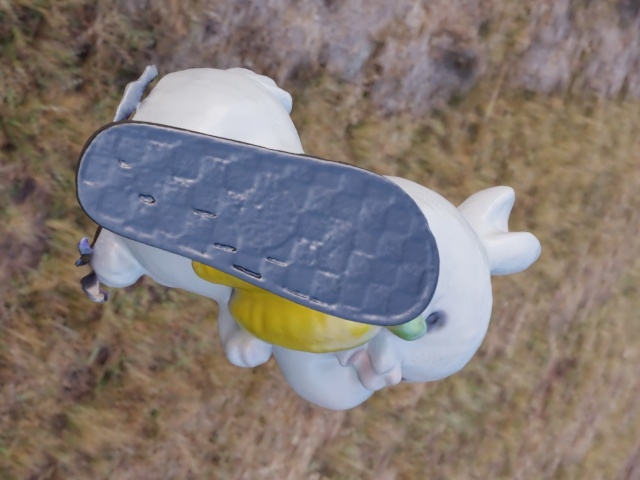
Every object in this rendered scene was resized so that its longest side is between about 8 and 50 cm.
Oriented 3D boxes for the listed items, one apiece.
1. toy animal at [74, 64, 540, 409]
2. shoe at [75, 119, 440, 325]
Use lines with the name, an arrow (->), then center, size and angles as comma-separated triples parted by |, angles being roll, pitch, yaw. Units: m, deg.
toy animal -> -0.002, 0.005, 0.880 | 0.247, 0.310, 0.183 | -71, -176, -64
shoe -> -0.029, -0.013, 0.608 | 0.049, 0.179, 0.071 | -152, -101, -77
